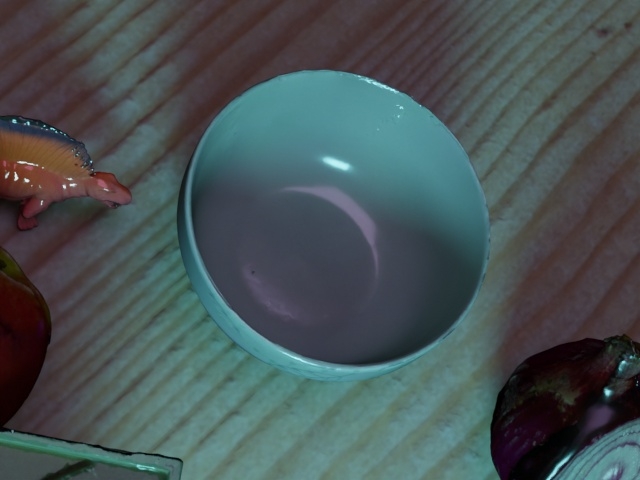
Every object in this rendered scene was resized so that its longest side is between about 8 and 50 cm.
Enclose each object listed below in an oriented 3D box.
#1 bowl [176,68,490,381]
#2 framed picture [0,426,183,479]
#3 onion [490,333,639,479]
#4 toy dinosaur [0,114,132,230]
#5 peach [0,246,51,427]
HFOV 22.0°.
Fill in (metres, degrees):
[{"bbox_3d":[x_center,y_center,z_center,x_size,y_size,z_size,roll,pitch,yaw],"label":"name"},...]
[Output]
[{"bbox_3d":[0.000,0.000,1.510,0.287,0.144,0.287,6,69,-15],"label":"bowl"},{"bbox_3d":[-0.289,0.255,1.245,0.335,0.022,0.247,11,76,-7],"label":"framed picture"},{"bbox_3d":[0.247,0.147,1.499,0.195,0.218,0.140,-13,48,-16],"label":"onion"},{"bbox_3d":[-0.301,-0.076,1.443,0.286,0.139,0.070,12,66,-13],"label":"toy dinosaur"},{"bbox_3d":[-0.322,0.090,1.356,0.197,0.197,0.197,6,68,-16],"label":"peach"}]
